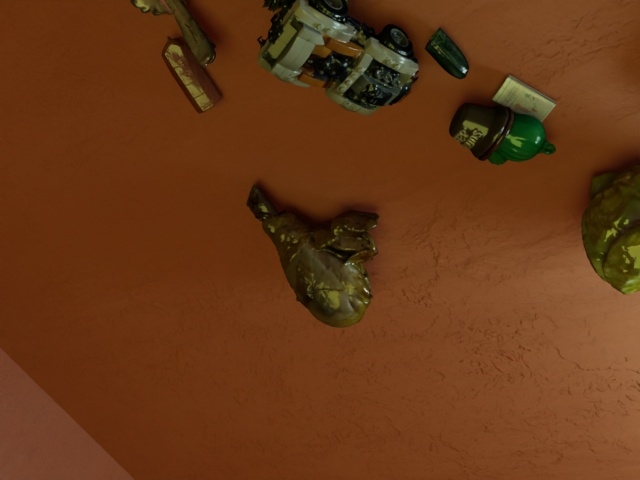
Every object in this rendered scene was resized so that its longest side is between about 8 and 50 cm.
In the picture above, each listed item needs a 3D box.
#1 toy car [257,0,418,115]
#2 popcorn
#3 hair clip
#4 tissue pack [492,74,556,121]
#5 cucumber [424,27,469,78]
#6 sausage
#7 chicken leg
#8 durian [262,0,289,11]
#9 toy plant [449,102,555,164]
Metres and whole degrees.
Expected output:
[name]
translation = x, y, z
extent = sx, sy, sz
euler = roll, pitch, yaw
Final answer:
[toy car]
translation = 0.044, -0.337, 1.139
extent = 0.301, 0.118, 0.193
euler = 21, 143, -28
[popcorn]
translation = 0.642, -0.019, 1.154
extent = 0.277, 0.225, 0.276
euler = 2, 124, 3
[hair clip]
translation = -0.299, -0.482, 1.221
extent = 0.173, 0.069, 0.300
euler = -29, 102, 32
[tissue pack]
translation = 0.390, -0.269, 1.177
extent = 0.108, 0.023, 0.056
euler = 30, 130, -4
[cucumber]
translation = 0.242, -0.346, 1.155
extent = 0.105, 0.048, 0.048
euler = 43, 127, -14
[sausage]
translation = -0.284, -0.358, 1.313
extent = 0.065, 0.065, 0.169
euler = -19, 116, 29
[chicken leg]
translation = 0.000, 0.000, 1.447
extent = 0.409, 0.182, 0.295
euler = 47, 118, 2
[durian]
translation = 0.015, -0.527, 1.082
extent = 0.352, 0.158, 0.169
euler = -39, 71, 36
[toy plant]
translation = 0.352, -0.197, 1.192
extent = 0.201, 0.105, 0.143
euler = 23, 155, -5
